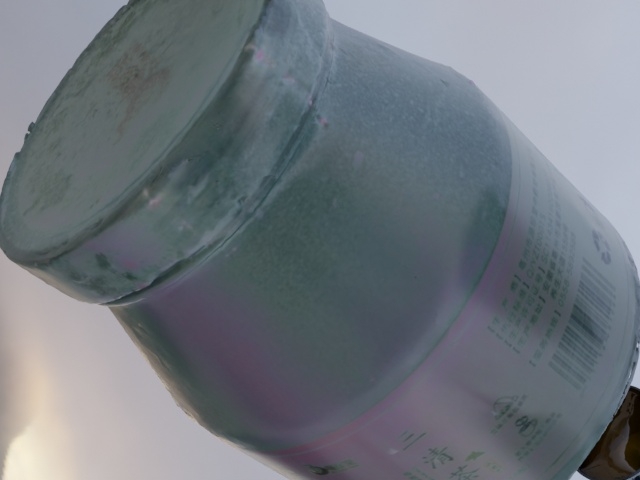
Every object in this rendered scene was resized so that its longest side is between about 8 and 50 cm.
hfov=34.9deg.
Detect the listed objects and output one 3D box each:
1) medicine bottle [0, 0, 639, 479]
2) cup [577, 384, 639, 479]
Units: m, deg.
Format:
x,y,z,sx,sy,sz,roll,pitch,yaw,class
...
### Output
x,y,z,sx,sy,sz,roll,pitch,yaw,class
0.000,0.000,0.561,0.290,0.245,0.245,38,-7,-31,medicine bottle
0.367,0.243,1.130,0.150,0.113,0.138,11,-22,48,cup
